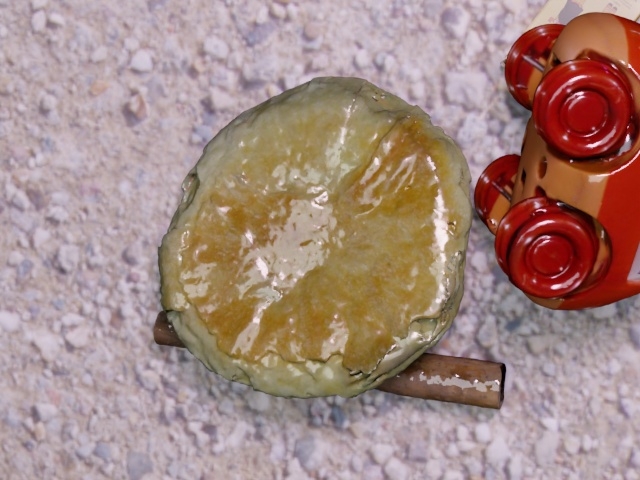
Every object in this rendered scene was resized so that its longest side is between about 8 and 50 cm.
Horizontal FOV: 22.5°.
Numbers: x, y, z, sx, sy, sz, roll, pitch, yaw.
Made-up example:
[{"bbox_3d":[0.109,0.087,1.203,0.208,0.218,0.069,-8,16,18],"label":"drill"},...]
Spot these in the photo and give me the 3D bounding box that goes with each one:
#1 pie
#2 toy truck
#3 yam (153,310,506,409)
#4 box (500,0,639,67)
[{"bbox_3d":[0.000,0.000,1.424,0.306,0.071,0.306,-2,83,19],"label":"pie"},{"bbox_3d":[0.265,-0.063,1.319,0.239,0.189,0.265,11,109,-7],"label":"toy truck"},{"bbox_3d":[0.006,0.105,1.464,0.326,0.045,0.045,9,131,14],"label":"yam"},{"bbox_3d":[0.229,-0.191,1.397,0.073,0.020,0.149,40,102,7],"label":"box"}]
